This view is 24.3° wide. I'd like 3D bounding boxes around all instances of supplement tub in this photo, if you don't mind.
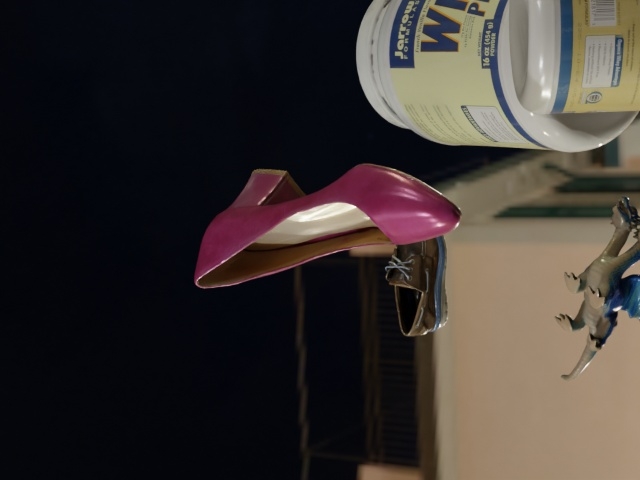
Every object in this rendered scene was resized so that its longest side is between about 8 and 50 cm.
[{"bbox_3d":[0.219,-0.230,1.826,0.235,0.325,0.235,-4,-83,-36],"label":"supplement tub"},{"bbox_3d":[0.263,-0.179,1.233,0.144,0.199,0.144,-2,-90,-90],"label":"supplement tub"}]

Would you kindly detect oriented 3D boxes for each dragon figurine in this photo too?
[{"bbox_3d":[0.411,0.081,2.091,0.144,0.085,0.289,-27,-48,-30],"label":"dragon figurine"}]

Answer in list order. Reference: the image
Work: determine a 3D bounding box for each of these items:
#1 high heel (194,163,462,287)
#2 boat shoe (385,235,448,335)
[{"bbox_3d":[0.000,0.000,1.211,0.082,0.244,0.117,52,-122,-42],"label":"high heel"},{"bbox_3d":[0.122,0.040,1.918,0.066,0.066,0.183,-24,-68,-37],"label":"boat shoe"}]
